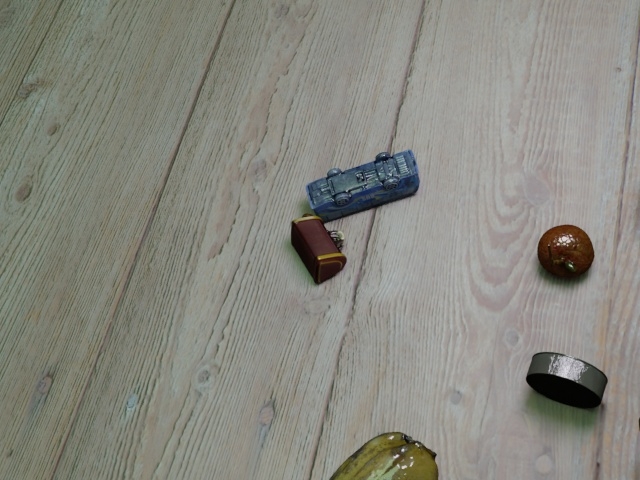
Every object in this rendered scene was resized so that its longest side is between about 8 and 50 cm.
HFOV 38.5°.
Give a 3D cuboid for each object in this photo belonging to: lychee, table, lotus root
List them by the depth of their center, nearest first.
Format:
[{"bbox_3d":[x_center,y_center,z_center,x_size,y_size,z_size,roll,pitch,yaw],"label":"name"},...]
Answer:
[{"bbox_3d":[0.082,0.442,1.559,0.278,0.154,0.154,-40,58,-12],"label":"lotus root"},{"bbox_3d":[0.428,0.243,1.597,0.133,0.133,0.043,15,66,22],"label":"table"},{"bbox_3d":[0.457,0.023,1.737,0.140,0.114,0.101,-44,13,-33],"label":"lychee"}]

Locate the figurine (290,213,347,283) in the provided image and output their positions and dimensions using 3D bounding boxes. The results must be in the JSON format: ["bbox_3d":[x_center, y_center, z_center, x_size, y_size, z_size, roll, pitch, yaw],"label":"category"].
[{"bbox_3d":[0.000,0.000,1.892,0.098,0.082,0.154,-20,55,-15],"label":"figurine"}]

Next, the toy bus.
[{"bbox_3d":[0.091,-0.115,1.924,0.236,0.094,0.079,-17,63,5],"label":"toy bus"}]

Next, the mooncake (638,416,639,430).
[{"bbox_3d":[0.700,0.256,1.435,0.394,0.246,0.393,-7,57,24],"label":"mooncake"}]
